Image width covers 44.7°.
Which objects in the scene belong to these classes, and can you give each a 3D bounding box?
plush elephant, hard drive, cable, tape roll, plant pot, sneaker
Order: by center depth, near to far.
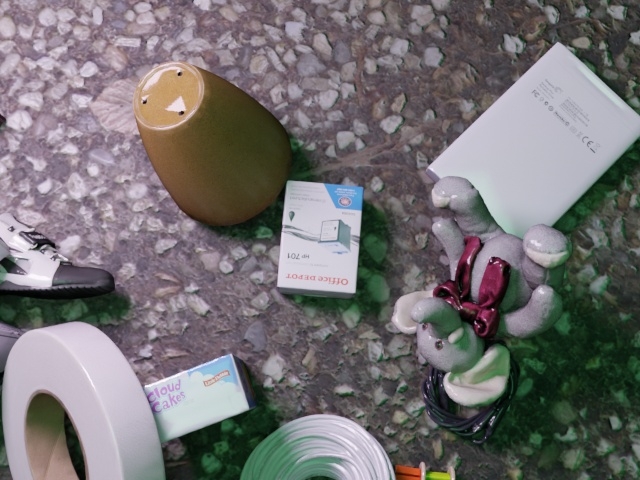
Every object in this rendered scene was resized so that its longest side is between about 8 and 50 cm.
[{"bbox_3d":[-0.367,0.318,1.171,0.072,0.392,0.392,-9,78,-44],"label":"tape roll"},{"bbox_3d":[-0.003,0.411,1.247,0.257,0.089,0.257,34,62,31],"label":"cable"},{"bbox_3d":[0.241,0.103,1.261,0.255,0.330,0.272,-41,49,-10],"label":"plush elephant"},{"bbox_3d":[-0.197,-0.175,1.279,0.237,0.254,0.237,-5,71,14],"label":"plant pot"},{"bbox_3d":[-0.510,0.024,1.328,0.330,0.122,0.146,5,77,2],"label":"sneaker"},{"bbox_3d":[0.265,0.249,1.362,0.150,0.047,0.184,30,83,8],"label":"cable"},{"bbox_3d":[0.399,-0.167,1.435,0.353,0.047,0.233,-44,84,-9],"label":"hard drive"}]

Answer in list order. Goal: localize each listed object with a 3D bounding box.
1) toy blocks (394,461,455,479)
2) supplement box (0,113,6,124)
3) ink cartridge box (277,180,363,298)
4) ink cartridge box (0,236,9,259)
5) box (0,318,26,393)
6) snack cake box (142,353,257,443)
[{"bbox_3d":[0.147,0.435,1.315,0.148,0.054,0.123,6,80,-1],"label":"toy blocks"},{"bbox_3d":[-0.622,-0.210,1.406,0.055,0.043,0.083,38,82,5],"label":"supplement box"},{"bbox_3d":[0.000,0.000,1.373,0.140,0.082,0.190,4,78,-1],"label":"ink cartridge box"},{"bbox_3d":[-0.674,0.034,1.221,0.211,0.121,0.289,35,73,33],"label":"ink cartridge box"},{"bbox_3d":[-0.603,0.258,1.263,0.087,0.169,0.290,27,81,5],"label":"box"},{"bbox_3d":[-0.188,0.250,1.228,0.152,0.264,0.089,-18,81,-6],"label":"snack cake box"}]
